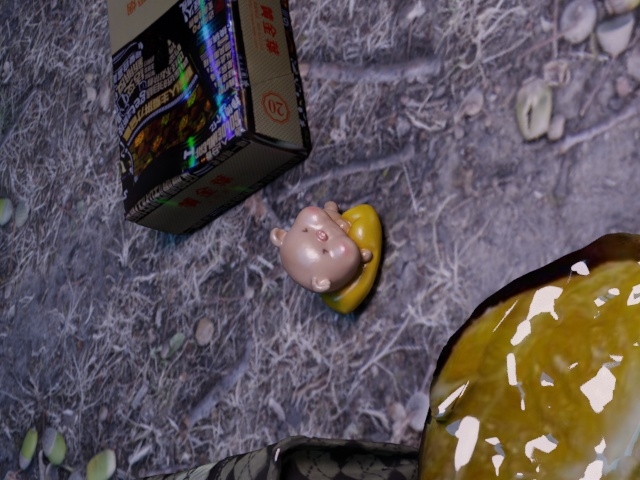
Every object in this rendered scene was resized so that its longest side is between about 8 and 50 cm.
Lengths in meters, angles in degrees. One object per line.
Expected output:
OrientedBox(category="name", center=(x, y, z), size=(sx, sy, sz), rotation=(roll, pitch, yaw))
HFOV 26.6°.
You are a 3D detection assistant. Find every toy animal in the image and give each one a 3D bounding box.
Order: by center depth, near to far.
OrientedBox(category="toy animal", center=(0.000, 0.000, 1.154), size=(0.091, 0.082, 0.114), rotation=(-58, 42, 18))

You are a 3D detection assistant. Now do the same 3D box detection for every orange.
OrientedBox(category="orange", center=(0.219, 0.144, 0.751), size=(0.369, 0.210, 0.271), rotation=(-2, 54, 48))

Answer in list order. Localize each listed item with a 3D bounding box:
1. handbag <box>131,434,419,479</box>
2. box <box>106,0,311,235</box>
OrientedBox(category="handbag", center=(-0.071, 0.336, 1.056), size=(0.416, 0.180, 0.316), rotation=(-25, 63, 55))
OrientedBox(category="box", center=(-0.121, -0.186, 1.349), size=(0.198, 0.084, 0.310), rotation=(-31, 57, 39))
